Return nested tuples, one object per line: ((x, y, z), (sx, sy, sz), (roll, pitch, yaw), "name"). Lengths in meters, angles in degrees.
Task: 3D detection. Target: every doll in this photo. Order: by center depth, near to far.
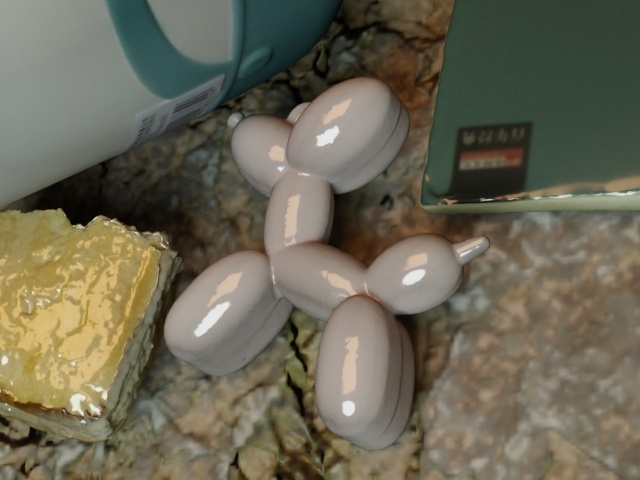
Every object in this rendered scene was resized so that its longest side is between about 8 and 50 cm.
((0.000, 0.000, 0.701), (0.161, 0.059, 0.160), (23, 82, 33), "doll")

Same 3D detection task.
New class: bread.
((-0.133, 0.040, 0.737), (0.125, 0.082, 0.106), (13, 77, 18), "bread")

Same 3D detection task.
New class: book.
((0.199, -0.181, 0.742), (0.264, 0.031, 0.379), (-2, 63, 26), "book")

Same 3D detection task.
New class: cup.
((-0.141, -0.155, 0.754), (0.257, 0.219, 0.289), (-27, 23, -28), "cup")
